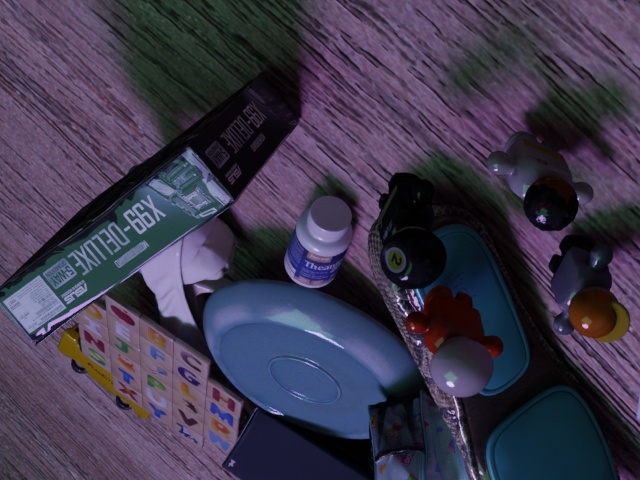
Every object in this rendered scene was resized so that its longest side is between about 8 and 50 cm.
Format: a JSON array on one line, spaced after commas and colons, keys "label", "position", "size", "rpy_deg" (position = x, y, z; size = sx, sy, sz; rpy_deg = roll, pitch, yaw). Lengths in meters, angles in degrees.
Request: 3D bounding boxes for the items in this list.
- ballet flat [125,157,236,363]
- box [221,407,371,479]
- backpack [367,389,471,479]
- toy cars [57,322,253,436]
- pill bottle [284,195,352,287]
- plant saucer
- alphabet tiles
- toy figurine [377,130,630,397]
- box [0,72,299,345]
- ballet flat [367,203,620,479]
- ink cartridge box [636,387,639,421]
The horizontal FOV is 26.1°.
[{"label": "ballet flat", "position": [-0.164, 0.036, 1.817], "size": [0.139, 0.139, 0.400], "rpy_deg": [30, 150, 23]}, {"label": "box", "position": [0.020, 0.345, 1.897], "size": [0.261, 0.103, 0.184], "rpy_deg": [29, 179, 23]}, {"label": "backpack", "position": [0.137, 0.293, 1.665], "size": [0.144, 0.188, 0.166], "rpy_deg": [-12, 139, 25]}, {"label": "toy cars", "position": [-0.237, 0.211, 2.131], "size": [0.394, 0.087, 0.176], "rpy_deg": [15, 142, 35]}, {"label": "pill bottle", "position": [0.000, 0.000, 1.614], "size": [0.067, 0.067, 0.120], "rpy_deg": [38, 148, 11]}, {"label": "plant saucer", "position": [-0.014, 0.166, 1.773], "size": [0.318, 0.043, 0.317], "rpy_deg": [19, 147, 13]}, {"label": "alphabet tiles", "position": [-0.233, 0.193, 1.977], "size": [0.285, 0.011, 0.342], "rpy_deg": [33, 154, 11]}, {"label": "toy figurine", "position": [0.167, 0.022, 1.292], "size": [0.209, 0.148, 0.213], "rpy_deg": [-19, 118, 8]}, {"label": "box", "position": [-0.186, -0.038, 1.504], "size": [0.307, 0.242, 0.076], "rpy_deg": [-34, 101, 26]}, {"label": "ballet flat", "position": [0.191, 0.163, 1.534], "size": [0.483, 0.164, 0.182], "rpy_deg": [61, 167, -16]}, {"label": "ink cartridge box", "position": [0.437, 0.139, 1.195], "size": [0.324, 0.071, 0.330], "rpy_deg": [19, 124, 34]}]
